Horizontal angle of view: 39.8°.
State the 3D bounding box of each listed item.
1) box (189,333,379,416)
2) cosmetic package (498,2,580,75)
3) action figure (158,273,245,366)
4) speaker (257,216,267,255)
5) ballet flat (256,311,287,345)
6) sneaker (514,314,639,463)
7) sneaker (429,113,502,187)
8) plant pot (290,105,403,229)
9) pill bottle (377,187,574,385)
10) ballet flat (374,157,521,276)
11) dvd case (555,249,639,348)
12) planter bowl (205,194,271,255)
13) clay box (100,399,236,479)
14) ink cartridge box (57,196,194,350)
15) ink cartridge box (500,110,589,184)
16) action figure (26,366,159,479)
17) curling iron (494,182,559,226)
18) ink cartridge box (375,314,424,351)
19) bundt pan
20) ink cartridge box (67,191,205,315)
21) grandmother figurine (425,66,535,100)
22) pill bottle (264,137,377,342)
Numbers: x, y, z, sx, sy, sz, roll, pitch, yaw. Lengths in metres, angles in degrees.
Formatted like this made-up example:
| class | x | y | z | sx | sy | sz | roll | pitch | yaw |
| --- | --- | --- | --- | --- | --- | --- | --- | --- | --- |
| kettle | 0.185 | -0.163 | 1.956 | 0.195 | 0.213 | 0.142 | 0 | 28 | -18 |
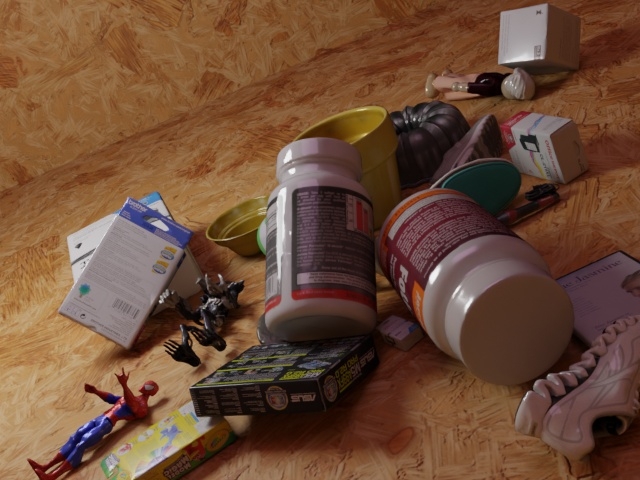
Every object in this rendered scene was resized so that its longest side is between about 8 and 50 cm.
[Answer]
| class | x | y | z | sx | sy | sz | roll | pitch | yaw |
| --- | --- | --- | --- | --- | --- | --- | --- | --- | --- |
| box | -0.062 | 0.239 | 1.564 | 0.270 | 0.060 | 0.216 | -9 | 10 | 30 |
| cosmetic package | 0.604 | -0.549 | 2.436 | 0.183 | 0.151 | 0.151 | 4 | -1 | -45 |
| action figure | -0.254 | 0.142 | 1.922 | 0.164 | 0.141 | 0.276 | -30 | 23 | 17 |
| speaker | -0.023 | -0.042 | 2.010 | 0.296 | 0.131 | 0.131 | -26 | 15 | 50 |
| ballet flat | -0.083 | 0.152 | 1.856 | 0.084 | 0.058 | 0.250 | 1 | 33 | 3 |
| sneaker | 0.406 | 0.208 | 1.244 | 0.292 | 0.110 | 0.118 | -31 | 48 | -27 |
| sneaker | 0.350 | -0.217 | 2.134 | 0.115 | 0.105 | 0.281 | -3 | 32 | 39 |
| plant pot | 0.084 | -0.157 | 2.096 | 0.253 | 0.239 | 0.254 | -21 | 24 | 10 |
| pill bottle | 0.252 | 0.069 | 1.497 | 0.224 | 0.224 | 0.392 | -26 | 24 | -3 |
| ballet flat | 0.251 | -0.054 | 1.891 | 0.400 | 0.139 | 0.139 | -35 | 26 | -20 |
| dvd case | 0.475 | 0.093 | 1.454 | 0.180 | 0.022 | 0.253 | -25 | 17 | -1 |
| planter bowl | -0.174 | -0.023 | 2.242 | 0.217 | 0.090 | 0.217 | -20 | 24 | 9 |
| clay box | -0.272 | 0.372 | 1.570 | 0.222 | 0.053 | 0.127 | -32 | 25 | -16 |
| ink cartridge box | -0.442 | 0.076 | 2.043 | 0.311 | 0.185 | 0.065 | -62 | -3 | -11 |
| ink cartridge box | 0.493 | -0.207 | 1.954 | 0.072 | 0.127 | 0.175 | -32 | 25 | -15 |
| action figure | -0.445 | 0.336 | 1.714 | 0.280 | 0.139 | 0.091 | -33 | 27 | -25 |
| curling iron | 0.384 | -0.047 | 1.844 | 0.274 | 0.035 | 0.068 | -29 | 20 | -13 |
| ink cartridge box | 0.145 | 0.170 | 1.627 | 0.048 | 0.028 | 0.083 | -34 | 26 | -22 |
| bundt pan | 0.238 | -0.260 | 2.308 | 0.330 | 0.124 | 0.331 | -20 | 25 | 10 |
| ink cartridge box | -0.483 | 0.050 | 2.285 | 0.285 | 0.166 | 0.395 | -28 | 25 | -8 |
| grandmother figurine | 0.466 | -0.438 | 2.498 | 0.207 | 0.104 | 0.342 | -29 | 26 | -29 |
| pill bottle | 0.000 | 0.000 | 1.694 | 0.210 | 0.210 | 0.363 | -12 | 63 | 25 |
